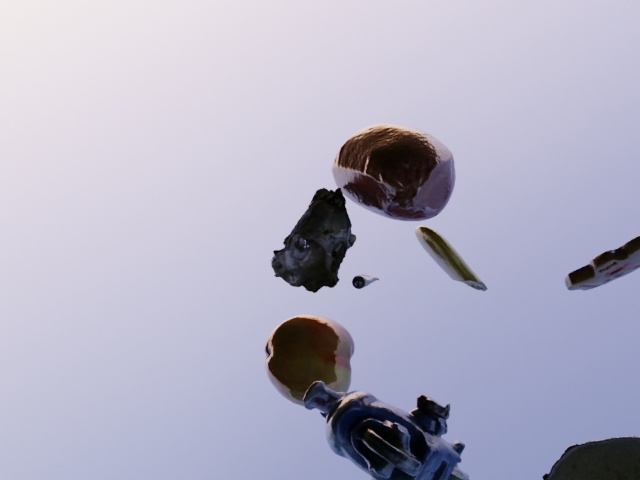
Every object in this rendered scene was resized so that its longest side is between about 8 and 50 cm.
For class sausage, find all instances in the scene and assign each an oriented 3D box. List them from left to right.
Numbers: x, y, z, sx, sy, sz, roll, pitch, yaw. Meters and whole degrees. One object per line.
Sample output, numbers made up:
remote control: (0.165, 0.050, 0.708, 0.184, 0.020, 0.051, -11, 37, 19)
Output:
sausage: (0.109, -0.102, 1.301, 0.148, 0.148, 0.254, -49, -149, -8)

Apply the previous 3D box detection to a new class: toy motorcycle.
toy motorcycle: (0.096, 0.329, 1.375, 0.241, 0.319, 0.182, -3, -115, 30)

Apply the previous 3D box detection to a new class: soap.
soap: (0.222, 0.037, 1.489, 0.033, 0.168, 0.089, -45, -172, -6)

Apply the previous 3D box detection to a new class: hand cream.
hand cream: (0.064, 0.056, 1.270, 0.030, 0.093, 0.019, 16, -81, 12)

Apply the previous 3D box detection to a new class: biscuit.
biscuit: (0.512, 0.028, 1.437, 0.225, 0.166, 0.036, -33, -113, 31)

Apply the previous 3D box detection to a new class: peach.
peach: (-0.022, 0.230, 1.685, 0.184, 0.184, 0.184, -24, -139, 23)

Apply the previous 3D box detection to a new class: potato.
potato: (0.458, 0.438, 1.342, 0.300, 0.196, 0.246, -47, -118, 1)

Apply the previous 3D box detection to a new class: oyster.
oyster: (0.002, 0.002, 1.333, 0.166, 0.108, 0.053, -59, 173, 10)
